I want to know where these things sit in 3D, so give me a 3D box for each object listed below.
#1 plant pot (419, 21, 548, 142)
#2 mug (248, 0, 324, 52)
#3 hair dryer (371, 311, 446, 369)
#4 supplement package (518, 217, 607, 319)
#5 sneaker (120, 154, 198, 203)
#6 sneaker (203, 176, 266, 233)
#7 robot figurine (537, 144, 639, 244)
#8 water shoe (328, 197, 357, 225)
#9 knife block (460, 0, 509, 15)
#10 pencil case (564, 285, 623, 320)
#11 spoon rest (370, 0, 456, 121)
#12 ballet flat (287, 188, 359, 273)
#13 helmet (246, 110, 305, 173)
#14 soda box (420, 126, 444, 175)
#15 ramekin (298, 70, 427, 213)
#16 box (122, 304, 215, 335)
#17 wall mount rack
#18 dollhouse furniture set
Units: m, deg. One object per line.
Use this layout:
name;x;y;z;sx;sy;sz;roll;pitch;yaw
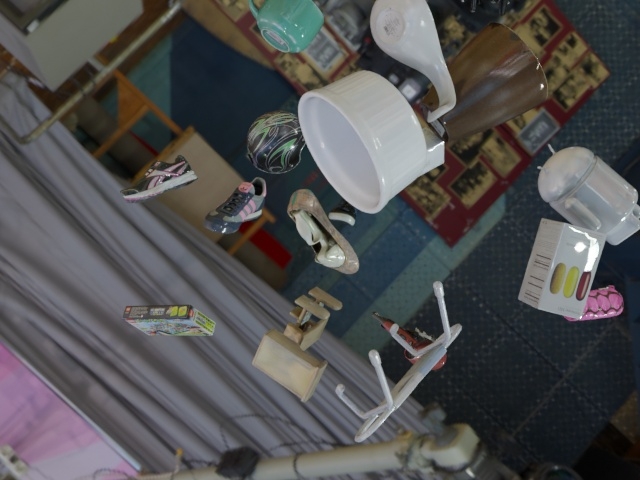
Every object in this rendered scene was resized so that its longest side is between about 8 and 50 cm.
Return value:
plant pot;0.345;-0.328;1.591;0.230;0.215;0.215;-37;-179;-2
mug;-0.082;-0.471;1.534;0.097;0.158;0.129;-58;150;-9
hair dryer;0.249;0.295;2.014;0.293;0.224;0.080;-127;-122;-83
supplement package;0.667;0.077;1.975;0.134;0.139;0.244;-140;-115;-78
sneaker;-0.378;-0.142;1.631;0.178;0.077;0.072;-23;-179;-27
sneaker;-0.269;-0.119;2.261;0.319;0.112;0.131;-45;156;-64
robot figurine;0.808;-0.146;2.160;0.200;0.353;0.300;-48;-175;38
water shoe;0.067;-0.091;1.931;0.203;0.073;0.080;-63;169;-82
knife block;0.436;-0.659;1.703;0.276;0.242;0.088;-17;-127;53
pencil case;0.856;0.198;2.247;0.209;0.098;0.095;-3;-170;-34
spoon rest;0.189;-0.370;1.408;0.084;0.276;0.137;-22;175;-47
ballet flat;0.000;0.000;2.043;0.107;0.316;0.106;-23;-155;32
helmet;-0.124;-0.288;2.024;0.169;0.169;0.161;-48;165;-39
soda box;0.182;-0.177;1.655;0.216;0.069;0.074;-28;141;-14
ramekin;0.089;-0.205;1.438;0.135;0.277;0.277;-33;178;-17
box;-0.379;0.200;1.779;0.207;0.114;0.036;-4;-121;29
wall mount rack;0.165;0.241;1.465;0.350;0.130;0.304;-43;174;-27
dollhouse furniture set;-0.031;0.272;1.786;0.242;0.161;0.212;-29;146;-59
